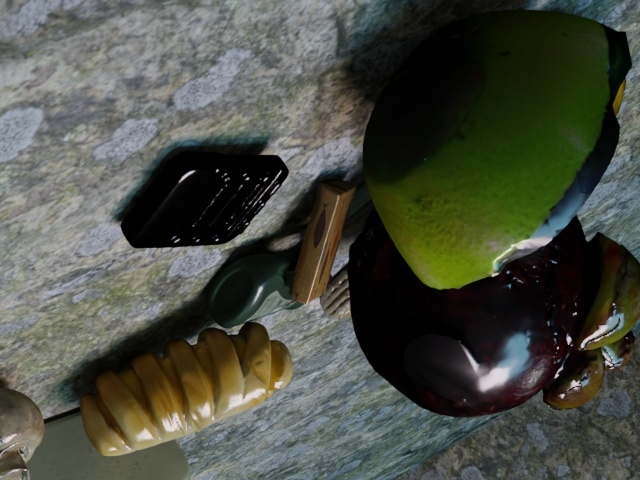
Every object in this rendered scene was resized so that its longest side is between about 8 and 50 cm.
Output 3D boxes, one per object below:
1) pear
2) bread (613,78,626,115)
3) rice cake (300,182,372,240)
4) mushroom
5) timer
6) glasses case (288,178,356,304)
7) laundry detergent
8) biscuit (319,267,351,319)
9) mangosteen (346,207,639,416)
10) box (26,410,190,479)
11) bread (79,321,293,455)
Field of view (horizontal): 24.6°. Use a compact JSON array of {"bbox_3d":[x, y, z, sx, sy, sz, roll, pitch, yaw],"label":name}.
[{"bbox_3d":[0.182,-0.143,1.774,0.165,0.399,0.399,37,113,-23],"label":"pear"},{"bbox_3d":[0.325,-0.193,2.059,0.195,0.142,0.270,-45,163,-5],"label":"bread"},{"bbox_3d":[0.043,-0.048,2.100,0.170,0.029,0.033,-36,167,4],"label":"rice cake"},{"bbox_3d":[-0.433,0.265,1.894,0.166,0.127,0.166,-33,155,-18],"label":"mushroom"},{"bbox_3d":[-0.140,-0.052,1.762,0.187,0.055,0.144,-2,140,-51],"label":"timer"},{"bbox_3d":[0.000,0.000,2.025,0.064,0.041,0.170,-30,139,-61],"label":"glasses case"},{"bbox_3d":[-0.053,0.059,2.115,0.221,0.078,0.144,-11,150,-48],"label":"laundry detergent"},{"bbox_3d":[0.105,0.038,2.358,0.239,0.062,0.108,-44,161,25],"label":"biscuit"},{"bbox_3d":[0.241,0.083,2.084,0.381,0.421,0.381,-55,166,-21],"label":"mangosteen"},{"bbox_3d":[-0.426,0.421,2.206,0.352,0.177,0.344,-17,157,-43],"label":"box"},{"bbox_3d":[-0.194,0.202,2.094,0.311,0.121,0.173,-21,-170,-11],"label":"bread"}]
